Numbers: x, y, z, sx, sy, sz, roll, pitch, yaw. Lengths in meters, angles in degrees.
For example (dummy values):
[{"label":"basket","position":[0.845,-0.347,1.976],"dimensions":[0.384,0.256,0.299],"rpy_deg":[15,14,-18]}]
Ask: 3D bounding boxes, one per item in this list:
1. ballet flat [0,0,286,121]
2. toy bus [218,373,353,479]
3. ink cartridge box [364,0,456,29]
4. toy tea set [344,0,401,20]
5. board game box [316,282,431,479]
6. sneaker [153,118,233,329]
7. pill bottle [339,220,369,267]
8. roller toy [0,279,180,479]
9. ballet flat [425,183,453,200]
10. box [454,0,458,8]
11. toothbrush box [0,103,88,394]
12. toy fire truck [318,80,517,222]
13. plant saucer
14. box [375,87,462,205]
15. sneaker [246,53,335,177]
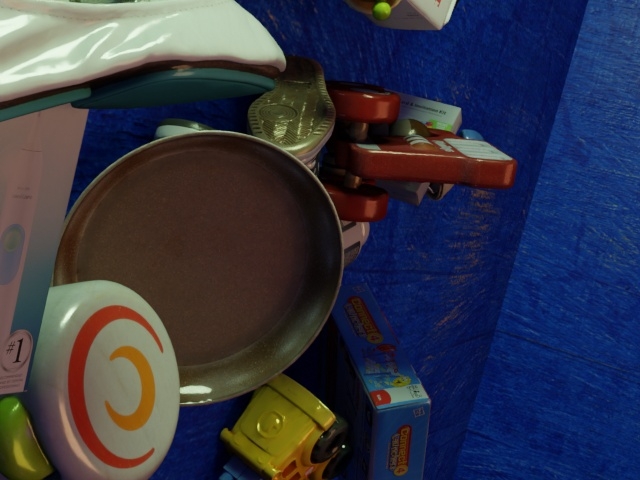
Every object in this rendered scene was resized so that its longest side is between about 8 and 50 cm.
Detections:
[{"label":"ballet flat","position":[-0.156,-0.140,0.635],"dimensions":[0.400,0.139,0.139],"rpy_deg":[-21,125,-54]},{"label":"toy bus","position":[-0.069,0.335,1.522],"dimensions":[0.211,0.149,0.220],"rpy_deg":[-48,153,-21]},{"label":"ink cartridge box","position":[0.066,-0.407,1.208],"dimensions":[0.283,0.117,0.207],"rpy_deg":[28,79,-49]},{"label":"toy tea set","position":[0.030,-0.401,1.003],"dimensions":[0.124,0.200,0.336],"rpy_deg":[179,-83,-73]},{"label":"board game box","position":[0.075,0.281,1.635],"dimensions":[0.302,0.086,0.308],"rpy_deg":[-117,-157,-52]},{"label":"sneaker","position":[-0.140,0.007,1.133],"dimensions":[0.295,0.124,0.178],"rpy_deg":[68,34,-59]},{"label":"pill bottle","position":[0.000,0.000,1.465],"dimensions":[0.180,0.108,0.108],"rpy_deg":[-28,131,-60]},{"label":"roller toy","position":[-0.234,0.139,0.917],"dimensions":[0.209,0.146,0.191],"rpy_deg":[38,48,-53]},{"label":"ballet flat","position":[0.214,-0.153,1.912],"dimensions":[0.086,0.086,0.248],"rpy_deg":[-64,157,-20]},{"label":"box","position":[0.156,-0.448,1.413],"dimensions":[0.220,0.175,0.051],"rpy_deg":[-62,175,-26]},{"label":"toothbrush box","position":[-0.291,-0.042,0.694],"dimensions":[0.216,0.126,0.295],"rpy_deg":[5,101,-60]},{"label":"toy fire truck","position":[0.118,-0.123,1.396],"dimensions":[0.302,0.254,0.169],"rpy_deg":[-110,-154,-76]},{"label":"plant saucer","position":[-0.128,0.028,1.054],"dimensions":[0.310,0.050,0.310],"rpy_deg":[-8,115,-18]},{"label":"box","position":[0.126,-0.153,1.602],"dimensions":[0.186,0.145,0.038],"rpy_deg":[-59,155,-29]},{"label":"sneaker","position":[-0.040,-0.109,1.209],"dimensions":[0.282,0.099,0.153],"rpy_deg":[-89,-174,-61]}]
